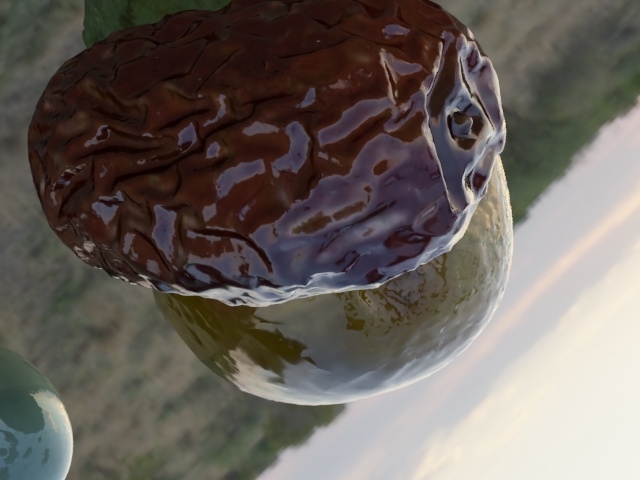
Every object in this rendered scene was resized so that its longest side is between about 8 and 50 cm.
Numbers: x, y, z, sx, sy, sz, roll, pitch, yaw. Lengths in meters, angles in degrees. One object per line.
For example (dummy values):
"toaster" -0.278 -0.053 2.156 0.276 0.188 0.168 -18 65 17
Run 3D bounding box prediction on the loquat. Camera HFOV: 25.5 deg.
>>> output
"loquat" 0.000 0.000 1.045 0.284 0.276 0.276 -36 -177 44

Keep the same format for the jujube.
"jujube" -0.024 -0.031 0.492 0.176 0.109 0.112 -5 173 35

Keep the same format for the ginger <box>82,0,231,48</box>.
"ginger" -0.008 -0.172 0.742 0.290 0.137 0.089 -42 179 23

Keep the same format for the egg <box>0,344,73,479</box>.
"egg" -0.295 0.152 1.153 0.149 0.192 0.149 -156 -90 -86
